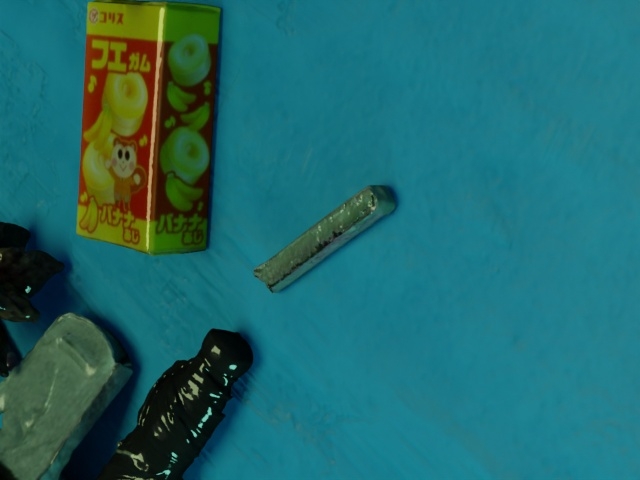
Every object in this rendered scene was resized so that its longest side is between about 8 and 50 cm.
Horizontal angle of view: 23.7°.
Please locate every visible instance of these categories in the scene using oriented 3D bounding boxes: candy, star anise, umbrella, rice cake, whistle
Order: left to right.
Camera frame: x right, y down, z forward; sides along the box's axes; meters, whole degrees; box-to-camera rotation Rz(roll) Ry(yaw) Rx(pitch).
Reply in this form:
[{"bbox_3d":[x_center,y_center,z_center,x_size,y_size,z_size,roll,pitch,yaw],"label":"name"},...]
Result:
[{"bbox_3d":[-0.440,0.062,1.883,0.236,0.109,0.223,-13,48,20],"label":"star anise"},{"bbox_3d":[-0.371,0.282,1.842,0.168,0.188,0.405,35,117,39],"label":"whistle"},{"bbox_3d":[-0.193,-0.129,1.704,0.146,0.088,0.276,10,100,47],"label":"candy"},{"bbox_3d":[-0.174,0.241,1.721,0.113,0.106,0.358,45,116,23],"label":"umbrella"},{"bbox_3d":[0.000,0.001,1.549,0.207,0.033,0.033,-36,65,42],"label":"rice cake"}]

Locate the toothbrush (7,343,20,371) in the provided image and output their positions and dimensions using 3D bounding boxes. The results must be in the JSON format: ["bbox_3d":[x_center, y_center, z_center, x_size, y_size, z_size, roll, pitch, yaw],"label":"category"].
[{"bbox_3d":[-0.481,0.033,2.060,0.029,0.024,0.354,-49,58,27],"label":"toothbrush"}]
